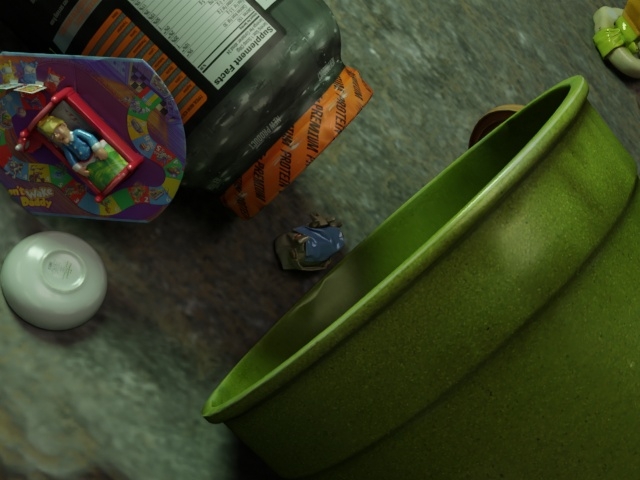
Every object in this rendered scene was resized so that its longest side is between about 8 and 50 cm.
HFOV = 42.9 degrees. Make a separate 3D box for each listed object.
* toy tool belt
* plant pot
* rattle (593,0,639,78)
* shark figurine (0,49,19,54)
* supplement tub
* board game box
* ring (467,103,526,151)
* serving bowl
[{"bbox_3d":[0.000,0.000,0.786,0.083,0.051,0.052,-17,78,-39],"label":"toy tool belt"},{"bbox_3d":[0.165,0.131,0.618,0.353,0.366,0.366,47,50,-2],"label":"plant pot"},{"bbox_3d":[0.533,-0.321,1.262,0.199,0.143,0.130,20,39,-19],"label":"rattle"},{"bbox_3d":[-0.347,-0.141,0.569,0.116,0.278,0.166,27,80,25],"label":"shark figurine"},{"bbox_3d":[-0.128,-0.190,0.691,0.338,0.207,0.207,45,50,-9],"label":"supplement tub"},{"bbox_3d":[-0.188,-0.071,0.619,0.168,0.133,0.033,5,25,8],"label":"board game box"},{"bbox_3d":[0.254,0.015,0.789,0.032,0.336,0.337,-31,86,-9],"label":"ring"},{"bbox_3d":[-0.207,0.028,0.645,0.083,0.027,0.083,15,60,-27],"label":"serving bowl"}]
